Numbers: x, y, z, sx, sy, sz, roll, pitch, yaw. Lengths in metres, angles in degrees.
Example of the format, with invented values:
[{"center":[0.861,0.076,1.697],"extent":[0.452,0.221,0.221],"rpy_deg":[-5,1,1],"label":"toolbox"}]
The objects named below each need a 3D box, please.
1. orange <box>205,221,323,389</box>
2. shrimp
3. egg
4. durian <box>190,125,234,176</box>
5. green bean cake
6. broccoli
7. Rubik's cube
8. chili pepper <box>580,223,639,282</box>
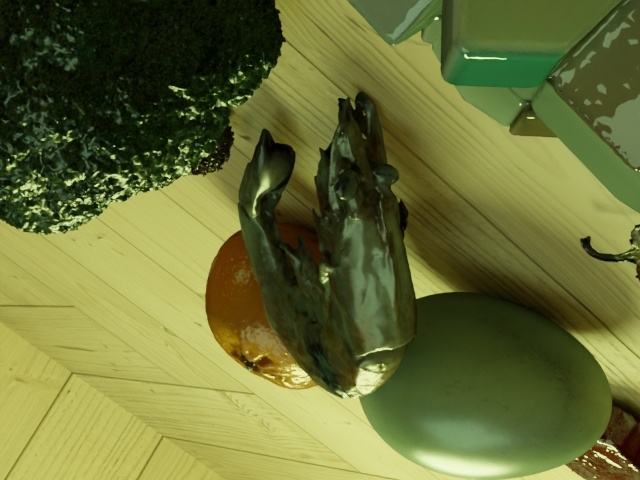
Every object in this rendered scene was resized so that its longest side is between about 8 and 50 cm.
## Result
[{"center":[-0.038,0.074,1.541],"extent":[0.193,0.161,0.193],"rpy_deg":[34,166,10],"label":"orange"},{"center":[0.000,0.000,1.309],"extent":[0.247,0.085,0.360],"rpy_deg":[43,146,31],"label":"shrimp"},{"center":[0.158,0.144,1.401],"extent":[0.264,0.183,0.183],"rpy_deg":[8,152,34],"label":"egg"},{"center":[-0.124,-0.101,1.360],"extent":[0.091,0.080,0.080],"rpy_deg":[48,156,-13],"label":"durian"},{"center":[0.312,0.222,1.558],"extent":[0.136,0.056,0.135],"rpy_deg":[41,156,-29],"label":"green bean cake"},{"center":[-0.195,-0.159,1.070],"extent":[0.283,0.321,0.304],"rpy_deg":[55,160,26],"label":"broccoli"},{"center":[0.136,-0.130,0.634],"extent":[0.224,0.213,0.265],"rpy_deg":[48,175,-3],"label":"Rubik's cube"},{"center":[0.303,0.009,1.074],"extent":[0.050,0.059,0.268],"rpy_deg":[-4,180,-38],"label":"chili pepper"}]
